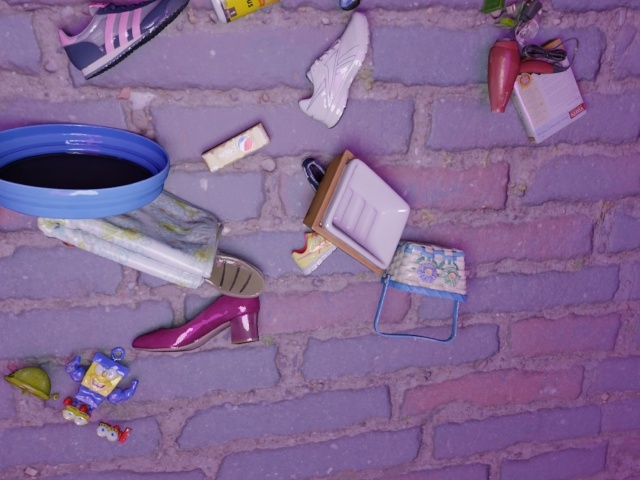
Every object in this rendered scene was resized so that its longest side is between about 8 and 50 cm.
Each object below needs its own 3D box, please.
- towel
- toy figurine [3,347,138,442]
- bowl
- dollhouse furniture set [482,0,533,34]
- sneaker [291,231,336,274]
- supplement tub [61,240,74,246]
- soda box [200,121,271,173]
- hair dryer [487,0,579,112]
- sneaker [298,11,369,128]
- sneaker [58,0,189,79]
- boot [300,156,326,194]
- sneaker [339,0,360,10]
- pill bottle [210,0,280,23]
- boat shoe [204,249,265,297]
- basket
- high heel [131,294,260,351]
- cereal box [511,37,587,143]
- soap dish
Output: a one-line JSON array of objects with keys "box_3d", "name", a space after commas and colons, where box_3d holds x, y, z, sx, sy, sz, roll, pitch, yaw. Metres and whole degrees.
[{"box_3d": [-0.424, -0.044, 1.137, 0.374, 0.320, 0.090, 23, 110, -16], "name": "towel"}, {"box_3d": [-0.663, 0.394, 1.353, 0.363, 0.191, 0.217, 34, 68, -11], "name": "toy figurine"}, {"box_3d": [-0.542, -0.162, 1.048, 0.391, 0.391, 0.077, 5, 119, -12], "name": "bowl"}, {"box_3d": [0.518, -0.620, 1.287, 0.152, 0.058, 0.076, 6, 99, -32], "name": "dollhouse furniture set"}, {"box_3d": [0.000, 0.000, 1.356, 0.094, 0.081, 0.208, 44, 91, -8], "name": "sneaker"}, {"box_3d": [-0.599, -0.032, 1.221, 0.198, 0.106, 0.106, 7, 106, -13], "name": "supplement tub"}, {"box_3d": [-0.223, -0.247, 1.246, 0.181, 0.061, 0.058, -28, 109, -1], "name": "soda box"}, {"box_3d": [0.555, -0.470, 1.261, 0.224, 0.080, 0.293, 37, 100, -15], "name": "hair dryer"}, {"box_3d": [0.038, -0.447, 1.212, 0.129, 0.111, 0.297, 20, 101, -10], "name": "sneaker"}, {"box_3d": [-0.461, -0.515, 1.094, 0.319, 0.112, 0.131, -35, 112, 0], "name": "sneaker"}, {"box_3d": [0.010, -0.145, 1.306, 0.069, 0.086, 0.190, -37, 109, 2], "name": "boot"}, {"box_3d": [0.057, -0.733, 1.131, 0.147, 0.130, 0.330, 2, 104, 4], "name": "sneaker"}, {"box_3d": [-0.163, -0.611, 1.115, 0.215, 0.117, 0.117, -24, 110, -2], "name": "pill bottle"}, {"box_3d": [-0.298, 0.070, 1.307, 0.302, 0.103, 0.113, 21, 102, -15], "name": "boat shoe"}, {"box_3d": [0.297, 0.151, 1.388, 0.255, 0.201, 0.288, 7, 96, -13], "name": "basket"}, {"box_3d": [-0.362, 0.225, 1.369, 0.377, 0.127, 0.181, -6, 75, -2], "name": "high heel"}, {"box_3d": [0.647, -0.427, 1.355, 0.173, 0.047, 0.240, -31, 110, 2], "name": "cereal box"}, {"box_3d": [0.100, -0.069, 1.260, 0.291, 0.118, 0.229, 34, 73, -38], "name": "soap dish"}]
